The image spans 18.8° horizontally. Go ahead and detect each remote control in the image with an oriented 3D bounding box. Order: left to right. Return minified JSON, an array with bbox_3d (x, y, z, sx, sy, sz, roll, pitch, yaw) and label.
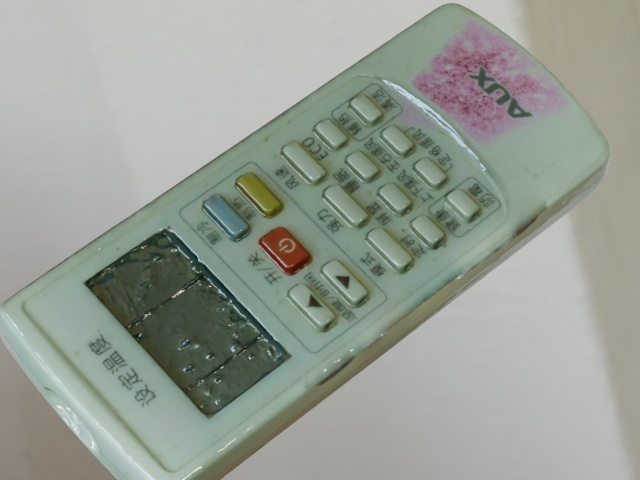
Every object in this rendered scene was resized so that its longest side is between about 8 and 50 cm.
[{"bbox_3d":[0.000,0.000,1.054,0.344,0.145,0.050,-37,-20,-24],"label":"remote control"}]
